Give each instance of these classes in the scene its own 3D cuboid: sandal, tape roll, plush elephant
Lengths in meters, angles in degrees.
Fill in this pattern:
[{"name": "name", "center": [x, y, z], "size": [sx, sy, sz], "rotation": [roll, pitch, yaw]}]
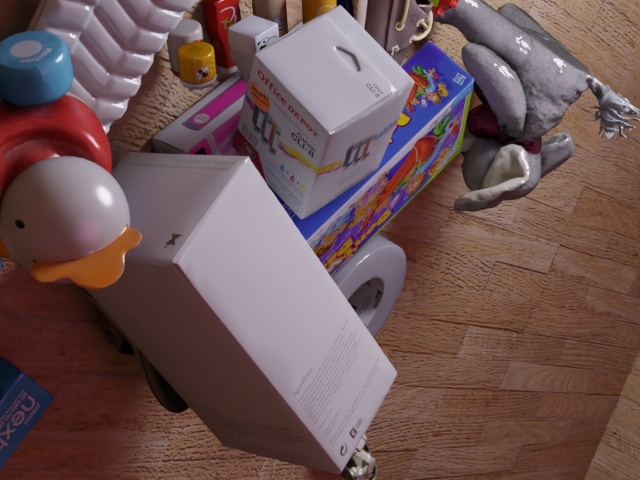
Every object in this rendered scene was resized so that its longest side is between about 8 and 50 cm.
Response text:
[{"name": "sandal", "center": [-0.211, 0.074, 1.458], "size": [0.120, 0.086, 0.303], "rotation": [-52, 130, -31]}, {"name": "tape roll", "center": [0.027, 0.084, 1.785], "size": [0.219, 0.072, 0.219], "rotation": [-41, 150, -31]}, {"name": "sandal", "center": [-0.187, -0.284, 1.235], "size": [0.169, 0.102, 0.416], "rotation": [33, 96, -43]}, {"name": "plush elephant", "center": [0.264, -0.176, 1.828], "size": [0.255, 0.330, 0.272], "rotation": [-55, 160, 20]}]

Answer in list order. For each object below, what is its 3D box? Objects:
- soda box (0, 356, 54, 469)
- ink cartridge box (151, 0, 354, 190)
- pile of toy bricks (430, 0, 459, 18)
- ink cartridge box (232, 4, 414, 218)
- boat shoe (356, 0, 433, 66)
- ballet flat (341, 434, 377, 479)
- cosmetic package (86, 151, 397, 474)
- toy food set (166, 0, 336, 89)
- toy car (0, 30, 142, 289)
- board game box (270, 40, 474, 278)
[{"name": "soda box", "center": [-0.379, 0.222, 1.320], "size": [0.210, 0.067, 0.071], "rotation": [-55, 147, -16]}, {"name": "ink cartridge box", "center": [-0.048, -0.149, 1.559], "size": [0.371, 0.069, 0.176], "rotation": [-45, 143, -33]}, {"name": "pile of toy bricks", "center": [0.166, -0.401, 1.653], "size": [0.118, 0.105, 0.212], "rotation": [13, 101, -58]}, {"name": "ink cartridge box", "center": [-0.001, -0.139, 1.384], "size": [0.127, 0.128, 0.176], "rotation": [-34, 162, -27]}, {"name": "boat shoe", "center": [0.094, -0.303, 1.582], "size": [0.116, 0.096, 0.324], "rotation": [-75, 168, -64]}, {"name": "ballet flat", "center": [0.050, 0.325, 2.018], "size": [0.072, 0.068, 0.213], "rotation": [-50, 145, -22]}, {"name": "cosmetic package", "center": [-0.094, 0.083, 1.379], "size": [0.155, 0.197, 0.365], "rotation": [-56, 133, -29]}, {"name": "toy food set", "center": [-0.084, -0.211, 1.410], "size": [0.232, 0.111, 0.104], "rotation": [-40, 140, -38]}, {"name": "toy car", "center": [-0.260, -0.026, 1.124], "size": [0.210, 0.238, 0.219], "rotation": [-22, 133, -22]}, {"name": "board game box", "center": [0.041, -0.065, 1.594], "size": [0.347, 0.078, 0.233], "rotation": [-44, 166, -11]}]
